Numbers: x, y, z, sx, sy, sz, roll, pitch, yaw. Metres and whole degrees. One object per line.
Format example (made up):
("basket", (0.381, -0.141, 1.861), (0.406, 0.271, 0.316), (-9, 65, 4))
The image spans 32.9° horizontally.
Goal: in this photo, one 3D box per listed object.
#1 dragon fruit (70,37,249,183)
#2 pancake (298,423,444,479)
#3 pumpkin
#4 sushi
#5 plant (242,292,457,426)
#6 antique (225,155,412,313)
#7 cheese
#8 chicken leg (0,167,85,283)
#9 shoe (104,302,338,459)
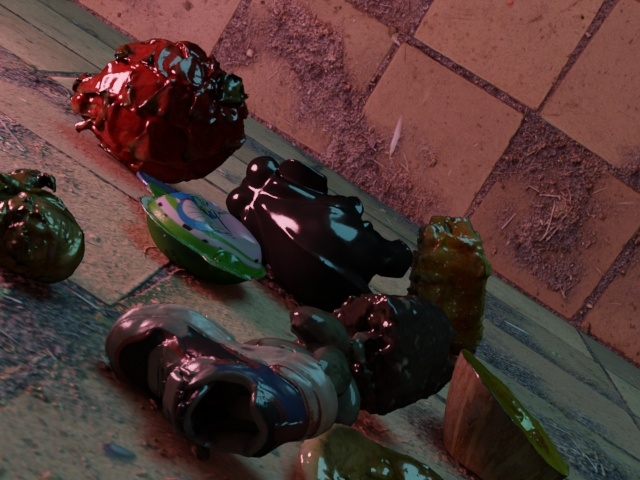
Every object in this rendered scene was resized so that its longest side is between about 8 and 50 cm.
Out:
("dragon fruit", (-0.264, -0.221, 1.808), (0.298, 0.244, 0.244), (15, 8, 4))
("pancake", (0.092, 0.274, 1.035), (0.282, 0.049, 0.282), (32, 13, -8))
("pumpkin", (0.230, 0.257, 1.443), (0.217, 0.110, 0.217), (44, 3, -3))
("sushi", (0.229, 0.091, 1.965), (0.139, 0.274, 0.184), (5, 7, -1))
("plant", (0.029, 0.139, 1.249), (0.146, 0.149, 0.274), (-14, -6, 41))
("antique", (0.000, 0.000, 1.715), (0.255, 0.185, 0.322), (25, 16, -47))
("cheese", (-0.181, -0.024, 1.537), (0.204, 0.083, 0.320), (27, 12, -34))
("chicken leg", (-0.308, -0.027, 1.130), (0.103, 0.088, 0.228), (11, 23, -31))
("shoe", (-0.105, 0.137, 0.947), (0.227, 0.099, 0.125), (14, 29, 19))
